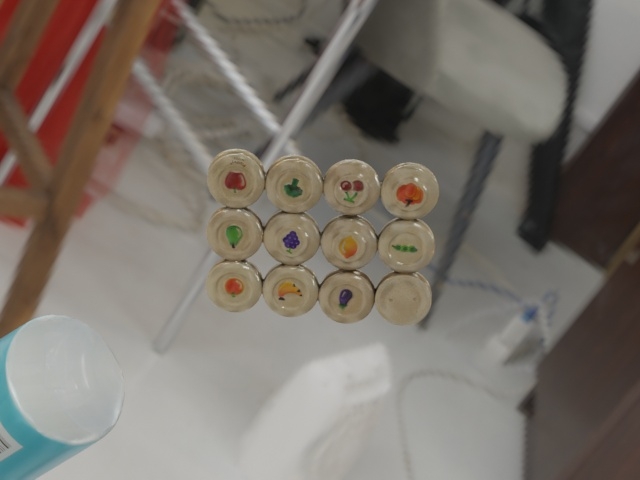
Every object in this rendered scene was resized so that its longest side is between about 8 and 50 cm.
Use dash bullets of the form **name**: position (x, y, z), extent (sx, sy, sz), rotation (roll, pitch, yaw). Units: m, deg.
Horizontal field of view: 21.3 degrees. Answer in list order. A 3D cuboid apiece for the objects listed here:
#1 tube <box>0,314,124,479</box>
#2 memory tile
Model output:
- **tube**: position (-0.160, 0.091, 0.714), extent (0.052, 0.207, 0.080), rotation (14, 59, -37)
- **memory tile**: position (0.000, 0.000, 1.087), extent (0.148, 0.113, 0.012), rotation (4, 23, 1)
